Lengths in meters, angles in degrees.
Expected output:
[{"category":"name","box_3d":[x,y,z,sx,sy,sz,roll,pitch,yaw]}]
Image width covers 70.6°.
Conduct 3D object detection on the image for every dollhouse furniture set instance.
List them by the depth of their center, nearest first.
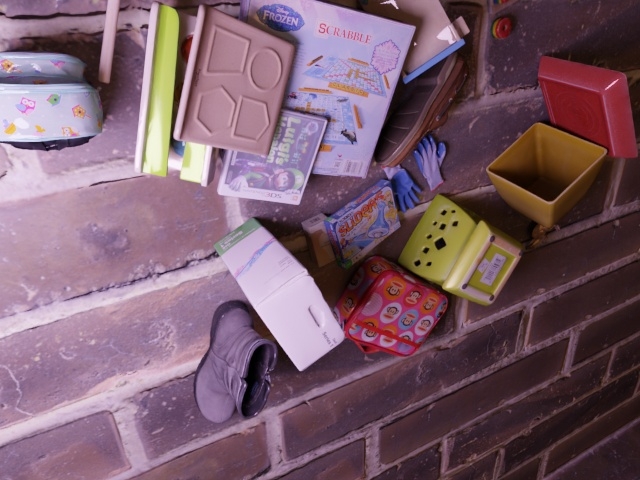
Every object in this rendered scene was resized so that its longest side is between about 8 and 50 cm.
[{"category":"dollhouse furniture set","box_3d":[0.208,-0.530,0.930,0.303,0.198,0.286,-31,106,24]}]

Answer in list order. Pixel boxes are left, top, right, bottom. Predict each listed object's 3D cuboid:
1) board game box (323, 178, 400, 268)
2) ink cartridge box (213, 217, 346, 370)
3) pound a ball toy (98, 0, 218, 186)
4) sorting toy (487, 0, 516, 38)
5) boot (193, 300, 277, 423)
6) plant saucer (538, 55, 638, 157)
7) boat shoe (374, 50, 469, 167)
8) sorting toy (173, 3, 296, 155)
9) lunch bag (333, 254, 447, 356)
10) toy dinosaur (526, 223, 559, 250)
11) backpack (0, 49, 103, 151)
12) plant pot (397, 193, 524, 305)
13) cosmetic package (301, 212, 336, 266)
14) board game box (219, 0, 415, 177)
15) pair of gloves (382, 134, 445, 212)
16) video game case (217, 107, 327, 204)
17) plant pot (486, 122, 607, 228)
[{"category":"board game box","box_3d":[0.106,-0.041,1.097,0.201,0.035,0.136,-37,127,-25]},{"category":"ink cartridge box","box_3d":[-0.090,0.101,0.933,0.117,0.278,0.201,-35,125,-10]},{"category":"pound a ball toy","box_3d":[-0.262,-0.275,0.769,0.208,0.136,0.319,10,107,-8]},{"category":"sorting toy","box_3d":[0.436,-0.617,1.024,0.132,0.046,0.275,-32,124,-12]},{"category":"boot","box_3d":[-0.197,0.327,1.016,0.118,0.222,0.338,-2,114,-29]},{"category":"plant saucer","box_3d":[0.673,-0.334,1.164,0.047,0.259,0.258,-37,126,3]},{"category":"boat shoe","box_3d":[0.243,-0.289,1.034,0.104,0.110,0.307,28,98,-34]},{"category":"sorting toy","box_3d":[-0.134,-0.242,0.721,0.208,0.038,0.193,-3,115,-53]},{"category":"lunch bag","box_3d":[0.182,0.200,1.238,0.293,0.120,0.258,25,103,-34]},{"category":"toy dinosaur","box_3d":[0.715,-0.045,1.449,0.092,0.053,0.183,-10,118,-23]},{"category":"backpack","box_3d":[-0.410,-0.203,0.665,0.165,0.188,0.145,-7,116,-25]},{"category":"plant pot","box_3d":[0.388,0.038,1.213,0.227,0.207,0.228,23,100,-34]},{"category":"cosmetic package","box_3d":[0.000,0.000,1.081,0.060,0.041,0.115,-27,123,-17]},{"category":"board game box","box_3d":[-0.014,-0.286,0.871,0.318,0.066,0.318,2,123,-25]},{"category":"pair of gloves","box_3d":[0.246,-0.170,1.148,0.198,0.023,0.159,-36,125,-9]},{"category":"video game case","box_3d":[-0.094,-0.162,0.870,0.173,0.022,0.190,5,123,-26]},{"category":"plant pot","box_3d":[0.624,-0.161,1.261,0.212,0.212,0.187,-41,138,-6]}]
